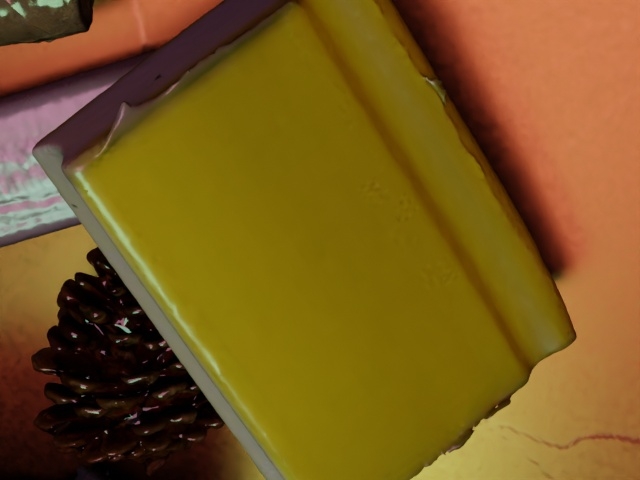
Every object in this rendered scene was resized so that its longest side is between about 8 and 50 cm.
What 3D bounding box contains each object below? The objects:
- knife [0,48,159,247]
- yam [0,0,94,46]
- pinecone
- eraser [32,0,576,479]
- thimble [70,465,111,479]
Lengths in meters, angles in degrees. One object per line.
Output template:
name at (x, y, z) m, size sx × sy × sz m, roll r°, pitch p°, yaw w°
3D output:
knife at (-0.153, -0.030, 0.868) m, size 0.398 × 0.038 × 0.132 m, roll -16°, pitch 108°, yaw 11°
yam at (-0.247, -0.097, 0.845) m, size 0.299 × 0.066 × 0.066 m, roll -11°, pitch 106°, yaw 11°
pinecone at (-0.082, 0.055, 0.851) m, size 0.102 × 0.102 × 0.109 m, roll 19°, pitch 120°, yaw 1°
eraser at (0.000, 0.000, 0.792) m, size 0.158 × 0.069 × 0.226 m, roll -38°, pitch 114°, yaw -10°
thimble at (-0.154, 0.219, 0.843) m, size 0.205 × 0.236 × 0.172 m, roll 7°, pitch 107°, yaw 12°
